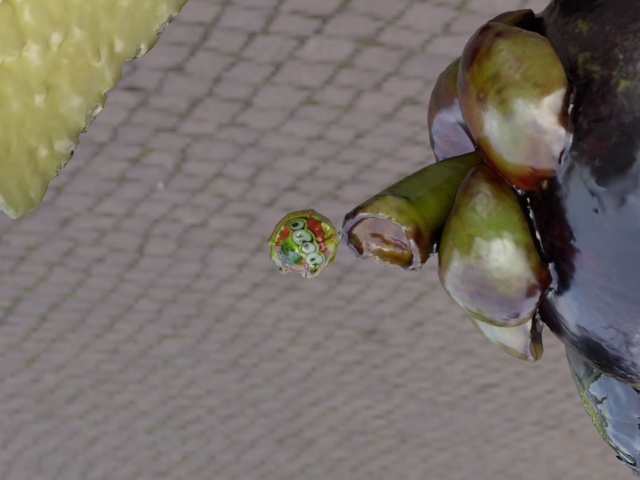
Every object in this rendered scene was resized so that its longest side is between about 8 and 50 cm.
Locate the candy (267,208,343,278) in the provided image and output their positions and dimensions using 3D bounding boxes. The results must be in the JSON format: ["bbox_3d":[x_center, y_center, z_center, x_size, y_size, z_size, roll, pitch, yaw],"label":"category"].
[{"bbox_3d":[0.000,0.000,1.412,0.061,0.060,0.201,-7,-179,11],"label":"candy"}]

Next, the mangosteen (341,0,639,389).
[{"bbox_3d":[0.123,-0.026,0.645,0.231,0.194,0.194,-7,157,4],"label":"mangosteen"}]

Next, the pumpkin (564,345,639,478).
[{"bbox_3d":[0.424,0.125,1.890,0.296,0.295,0.296,-2,158,-1],"label":"pumpkin"}]

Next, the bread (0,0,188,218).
[{"bbox_3d":[-0.163,-0.158,0.601,0.142,0.178,0.266,29,161,48],"label":"bread"}]
